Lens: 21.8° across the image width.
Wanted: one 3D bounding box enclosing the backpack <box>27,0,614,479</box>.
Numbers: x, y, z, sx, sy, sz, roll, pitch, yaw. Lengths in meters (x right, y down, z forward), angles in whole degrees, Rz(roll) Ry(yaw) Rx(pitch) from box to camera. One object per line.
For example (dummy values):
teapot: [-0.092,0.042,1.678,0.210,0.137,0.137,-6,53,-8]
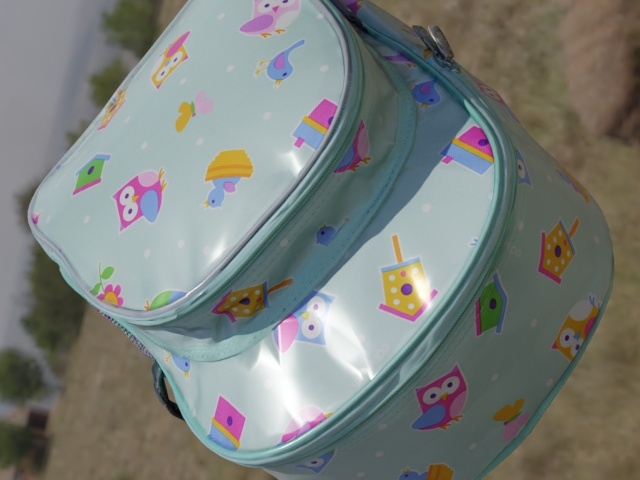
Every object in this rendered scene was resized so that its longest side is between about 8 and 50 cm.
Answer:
backpack: [0.000,0.000,0.588,0.166,0.144,0.188,-49,49,2]
